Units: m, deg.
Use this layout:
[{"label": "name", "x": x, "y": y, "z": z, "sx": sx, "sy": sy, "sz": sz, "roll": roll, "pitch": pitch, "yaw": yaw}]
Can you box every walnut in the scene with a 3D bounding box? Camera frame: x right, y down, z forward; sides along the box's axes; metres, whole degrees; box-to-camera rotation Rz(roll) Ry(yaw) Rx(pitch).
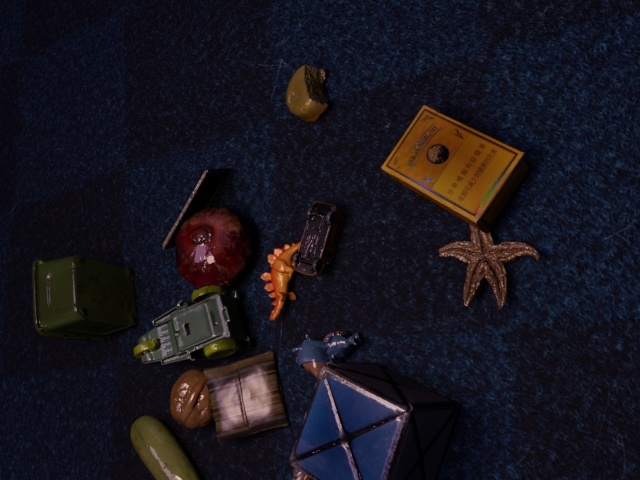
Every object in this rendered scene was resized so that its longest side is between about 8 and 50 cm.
[{"label": "walnut", "x": -0.351, "y": 0.453, "z": 1.972, "sx": 0.166, "sy": 0.149, "sz": 0.166, "roll": 0, "pitch": 77, "yaw": 1}]

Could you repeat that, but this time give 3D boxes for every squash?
[{"label": "squash", "x": -0.432, "y": 0.655, "z": 2.005, "sx": 0.370, "sy": 0.118, "sz": 0.118, "roll": 42, "pitch": 105, "yaw": 29}]

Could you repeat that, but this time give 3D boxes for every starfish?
[{"label": "starfish", "x": 0.384, "y": 0.047, "z": 1.587, "sx": 0.240, "sy": 0.043, "sz": 0.227, "roll": -6, "pitch": 76, "yaw": 36}]

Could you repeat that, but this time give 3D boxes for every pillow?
[{"label": "pillow", "x": -0.204, "y": 0.427, "z": 1.890, "sx": 0.208, "sy": 0.052, "sz": 0.212, "roll": -16, "pitch": 72, "yaw": 4}]

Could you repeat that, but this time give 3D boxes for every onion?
[{"label": "onion", "x": -0.311, "y": 0.018, "z": 2.000, "sx": 0.246, "sy": 0.190, "sz": 0.246, "roll": -9, "pitch": 65, "yaw": 20}]

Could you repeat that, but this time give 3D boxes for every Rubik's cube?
[{"label": "Rubik's cube", "x": 0.128, "y": 0.435, "z": 1.564, "sx": 0.259, "sy": 0.255, "sz": 0.260, "roll": 24, "pitch": 97, "yaw": 35}]

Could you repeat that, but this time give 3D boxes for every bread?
[{"label": "bread", "x": -0.040, "y": -0.411, "z": 1.961, "sx": 0.125, "sy": 0.086, "sz": 0.156, "roll": -26, "pitch": 63, "yaw": 40}]

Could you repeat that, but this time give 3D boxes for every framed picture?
[{"label": "framed picture", "x": -0.369, "y": -0.100, "z": 2.063, "sx": 0.016, "sy": 0.216, "sz": 0.273, "roll": 32, "pitch": 100, "yaw": 5}]

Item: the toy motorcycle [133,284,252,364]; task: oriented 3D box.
[{"label": "toy motorcycle", "x": -0.363, "y": 0.274, "z": 1.992, "sx": 0.326, "sy": 0.200, "sz": 0.191, "roll": -24, "pitch": 69, "yaw": 19}]

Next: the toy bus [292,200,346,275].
[{"label": "toy bus", "x": 0.000, "y": 0.000, "z": 1.844, "sx": 0.083, "sy": 0.088, "sz": 0.194, "roll": 16, "pitch": 88, "yaw": 37}]

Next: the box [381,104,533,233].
[{"label": "box", "x": 0.317, "y": -0.174, "z": 1.638, "sx": 0.301, "sy": 0.084, "sz": 0.193, "roll": 35, "pitch": 91, "yaw": 36}]

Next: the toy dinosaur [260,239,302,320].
[{"label": "toy dinosaur", "x": -0.106, "y": 0.081, "z": 1.918, "sx": 0.117, "sy": 0.070, "sz": 0.288, "roll": 11, "pitch": 82, "yaw": 37}]

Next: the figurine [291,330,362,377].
[{"label": "figurine", "x": 0.024, "y": 0.300, "z": 1.760, "sx": 0.178, "sy": 0.114, "sz": 0.144, "roll": -28, "pitch": 67, "yaw": 19}]

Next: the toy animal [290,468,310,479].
[{"label": "toy animal", "x": -0.103, "y": 0.687, "z": 1.779, "sx": 0.170, "sy": 0.090, "sz": 0.255, "roll": 0, "pitch": 83, "yaw": 32}]

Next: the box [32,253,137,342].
[{"label": "box", "x": -0.734, "y": 0.177, "z": 2.199, "sx": 0.178, "sy": 0.328, "sz": 0.253, "roll": -17, "pitch": 72, "yaw": 19}]
